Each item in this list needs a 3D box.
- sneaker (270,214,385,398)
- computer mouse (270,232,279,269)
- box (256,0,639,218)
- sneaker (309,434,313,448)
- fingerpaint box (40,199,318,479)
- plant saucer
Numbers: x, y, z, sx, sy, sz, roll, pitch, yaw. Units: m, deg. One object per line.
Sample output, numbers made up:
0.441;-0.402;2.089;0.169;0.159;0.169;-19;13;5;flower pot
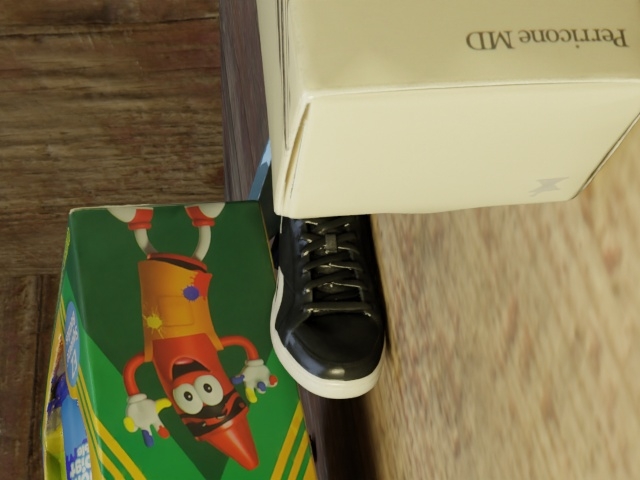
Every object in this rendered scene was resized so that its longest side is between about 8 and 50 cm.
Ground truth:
0.000;0.000;0.845;0.217;0.079;0.121;-101;8;-53;sneaker
-0.010;-0.018;1.140;0.242;0.041;0.071;128;160;-73;computer mouse
0.028;-0.151;0.413;0.094;0.113;0.275;107;157;-68;box
-0.021;0.244;1.392;0.083;0.031;0.035;122;157;-72;sneaker
-0.138;0.240;1.006;0.444;0.163;0.371;116;147;-56;fingerpaint box
-0.041;-0.066;1.178;0.195;0.037;0.194;-161;90;-83;plant saucer
